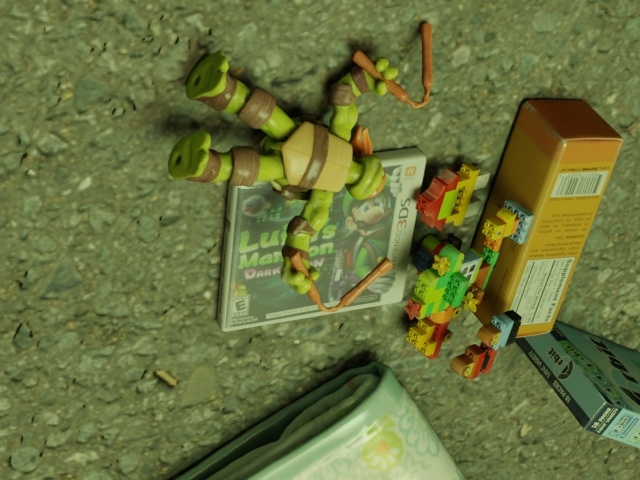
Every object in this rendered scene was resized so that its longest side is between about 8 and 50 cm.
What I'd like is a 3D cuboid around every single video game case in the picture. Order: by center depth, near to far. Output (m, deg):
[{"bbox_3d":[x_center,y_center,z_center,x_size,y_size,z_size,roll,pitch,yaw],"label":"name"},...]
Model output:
[{"bbox_3d":[0.000,0.000,1.515,0.190,0.022,0.173,-8,128,-21],"label":"video game case"}]

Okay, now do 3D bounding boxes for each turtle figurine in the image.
[{"bbox_3d":[-0.016,-0.088,1.398,0.217,0.087,0.269,19,92,-33],"label":"turtle figurine"}]

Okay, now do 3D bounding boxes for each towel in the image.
[{"bbox_3d":[-0.013,0.338,1.677,0.374,0.090,0.320,-32,117,3],"label":"towel"}]

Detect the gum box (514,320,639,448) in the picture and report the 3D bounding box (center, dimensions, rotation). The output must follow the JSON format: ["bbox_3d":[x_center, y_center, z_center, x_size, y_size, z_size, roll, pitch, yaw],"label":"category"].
[{"bbox_3d":[0.308,0.155,1.701,0.184,0.157,0.041,21,113,-36],"label":"gum box"}]

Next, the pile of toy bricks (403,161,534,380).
[{"bbox_3d":[0.121,0.044,1.536,0.105,0.118,0.212,-16,133,-41],"label":"pile of toy bricks"}]

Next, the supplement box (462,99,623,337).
[{"bbox_3d":[0.210,-0.018,1.572,0.080,0.078,0.233,-2,126,-30],"label":"supplement box"}]
